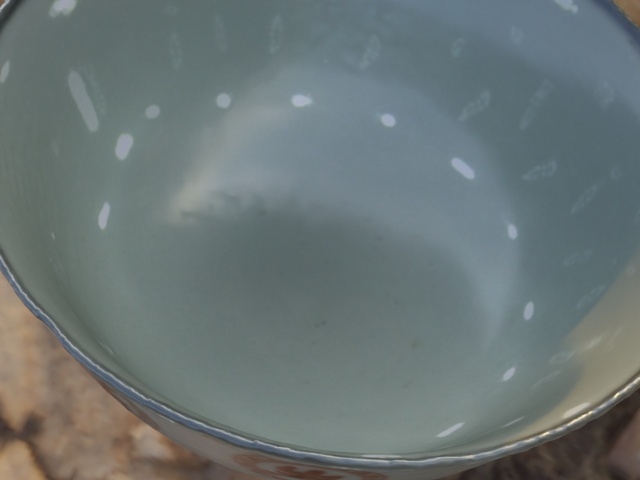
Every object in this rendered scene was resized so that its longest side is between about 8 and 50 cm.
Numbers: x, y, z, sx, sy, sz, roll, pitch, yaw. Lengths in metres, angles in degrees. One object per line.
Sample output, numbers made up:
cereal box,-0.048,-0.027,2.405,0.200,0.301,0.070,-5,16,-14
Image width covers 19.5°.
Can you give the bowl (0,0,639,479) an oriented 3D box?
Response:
bowl,0.000,0.000,0.873,0.158,0.337,0.337,105,160,-50
